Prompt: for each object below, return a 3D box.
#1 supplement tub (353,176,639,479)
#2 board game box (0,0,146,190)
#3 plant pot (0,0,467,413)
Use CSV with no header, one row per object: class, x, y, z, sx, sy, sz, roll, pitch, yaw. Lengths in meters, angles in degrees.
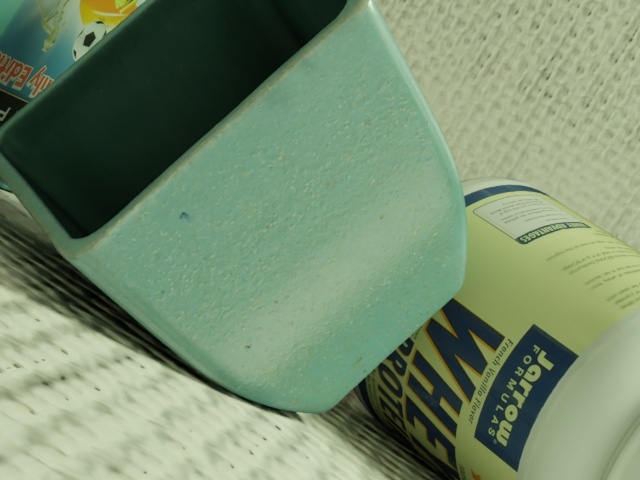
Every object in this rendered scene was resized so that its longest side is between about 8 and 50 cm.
supplement tub,0.194,0.113,1.222,0.235,0.235,0.325,29,5,-44
board game box,-0.208,-0.208,1.219,0.079,0.336,0.254,34,4,23
plant pot,-0.042,-0.026,1.124,0.252,0.248,0.247,52,-7,-31
